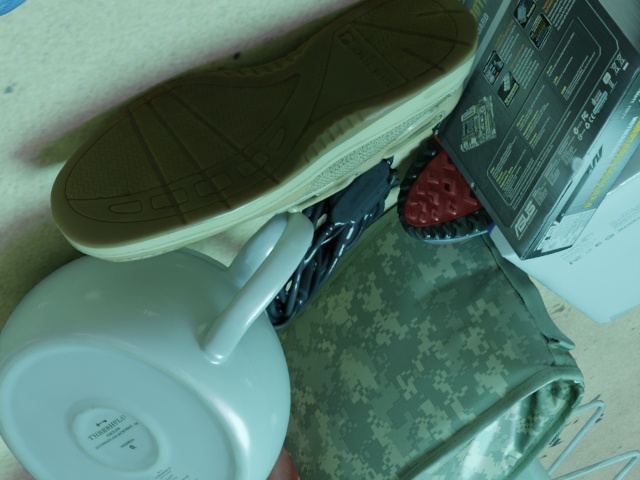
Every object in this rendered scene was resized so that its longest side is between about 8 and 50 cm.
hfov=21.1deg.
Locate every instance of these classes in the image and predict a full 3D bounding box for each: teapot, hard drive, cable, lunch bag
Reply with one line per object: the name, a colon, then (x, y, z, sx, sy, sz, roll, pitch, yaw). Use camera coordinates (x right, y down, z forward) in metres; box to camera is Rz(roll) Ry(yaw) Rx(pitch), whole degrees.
teapot: (-0.125, 0.090, 1.353, 0.187, 0.256, 0.252, -65, 155, -45)
hard drive: (0.289, -0.021, 1.528, 0.210, 0.040, 0.318, -35, 156, 12)
cable: (0.000, 0.000, 1.441, 0.184, 0.047, 0.150, -51, 174, -19)
lunch bag: (0.099, 0.117, 1.572, 0.169, 0.235, 0.287, 11, 132, -46)

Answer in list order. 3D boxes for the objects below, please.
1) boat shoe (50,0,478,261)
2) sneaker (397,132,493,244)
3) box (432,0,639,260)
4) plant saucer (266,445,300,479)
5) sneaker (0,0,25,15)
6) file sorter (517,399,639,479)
boat shoe: (-0.032, -0.065, 1.257, 0.341, 0.121, 0.110, -26, 152, -14)
sneaker: (0.191, -0.070, 1.502, 0.262, 0.104, 0.125, -33, 155, 3)
box: (0.169, -0.125, 1.297, 0.056, 0.183, 0.231, -13, 147, -31)
plant saucer: (-0.117, 0.246, 1.616, 0.048, 0.259, 0.258, -4, 174, 39)
sneaker: (-0.122, -0.237, 0.906, 0.330, 0.130, 0.147, -39, 167, 21)
file sorter: (0.219, 0.243, 1.866, 0.173, 0.278, 0.193, -13, 148, -36)
